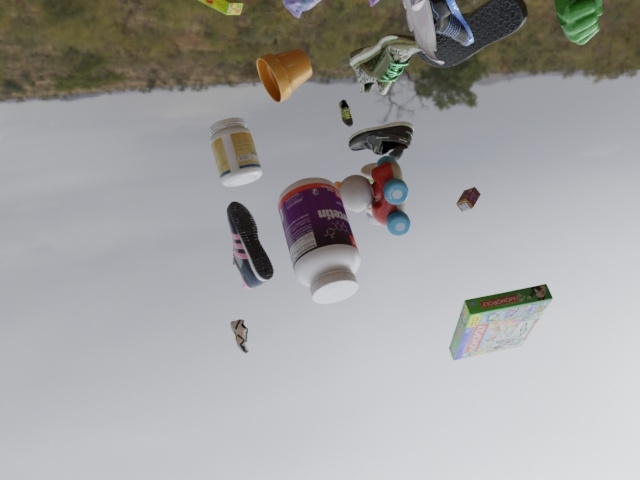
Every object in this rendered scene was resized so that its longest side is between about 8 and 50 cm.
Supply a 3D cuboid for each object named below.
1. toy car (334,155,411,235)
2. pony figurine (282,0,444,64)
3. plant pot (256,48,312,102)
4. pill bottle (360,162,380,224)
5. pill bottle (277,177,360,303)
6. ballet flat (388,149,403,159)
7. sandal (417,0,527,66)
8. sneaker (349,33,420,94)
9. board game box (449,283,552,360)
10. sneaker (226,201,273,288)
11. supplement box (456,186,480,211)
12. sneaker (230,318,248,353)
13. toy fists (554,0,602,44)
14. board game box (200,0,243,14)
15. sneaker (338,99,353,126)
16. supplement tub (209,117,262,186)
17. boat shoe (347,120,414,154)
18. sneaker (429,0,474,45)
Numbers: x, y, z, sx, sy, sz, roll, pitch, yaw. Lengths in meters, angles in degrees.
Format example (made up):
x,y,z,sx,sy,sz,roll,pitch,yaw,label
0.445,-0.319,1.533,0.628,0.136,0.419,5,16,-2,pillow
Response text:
x,y,z,sx,sy,sz,roll,pitch,yaw,label
0.142,-0.131,1.631,0.237,0.210,0.219,-8,-149,3,toy car
0.104,-0.508,0.923,0.363,0.351,0.303,-2,174,12,pony figurine
-0.147,-0.736,2.289,0.187,0.205,0.205,-31,-154,-15,plant pot
0.245,-0.198,2.257,0.136,0.246,0.136,-4,-148,3,pill bottle
0.000,0.000,1.420,0.181,0.182,0.323,-8,-121,-14,pill bottle
0.338,-0.413,2.182,0.049,0.173,0.057,32,162,-15,ballet flat
0.525,-0.733,1.842,0.445,0.168,0.107,-3,-144,51,sandal
0.256,-0.631,1.913,0.158,0.182,0.410,-9,-172,-26,sneaker
0.478,0.231,1.429,0.213,0.317,0.046,-12,-123,-2,board game box
-0.278,0.020,1.836,0.112,0.319,0.131,3,148,-48,sneaker
0.560,-0.156,1.986,0.083,0.043,0.055,-52,-163,-28,supplement box
-0.241,0.295,1.620,0.043,0.109,0.040,-21,176,4,sneaker
0.579,-0.577,1.187,0.096,0.279,0.142,-9,-127,25,toy fists
-0.371,-0.844,1.826,0.181,0.043,0.092,30,-149,10,board game box
0.073,-0.372,1.530,0.031,0.083,0.035,-21,173,-7,sneaker
-0.287,-0.294,1.759,0.144,0.200,0.144,-16,175,-1,supplement tub
0.176,-0.300,1.600,0.233,0.079,0.084,-4,166,40,boat shoe
0.373,-0.641,1.547,0.090,0.232,0.081,-34,-128,20,sneaker
